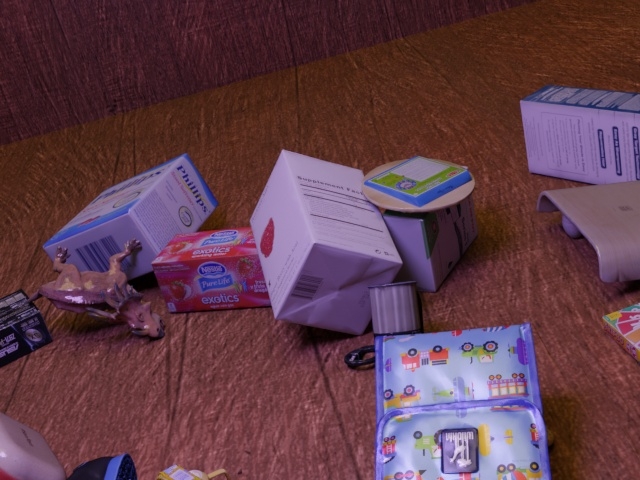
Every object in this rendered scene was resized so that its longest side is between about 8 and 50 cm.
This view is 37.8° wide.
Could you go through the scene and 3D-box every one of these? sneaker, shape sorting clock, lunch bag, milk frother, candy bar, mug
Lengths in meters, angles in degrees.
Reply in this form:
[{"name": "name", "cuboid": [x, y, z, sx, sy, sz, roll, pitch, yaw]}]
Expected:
[{"name": "sneaker", "cuboid": [-0.311, 0.365, 1.220, 0.091, 0.081, 0.232, -14, 17, 10]}, {"name": "shape sorting clock", "cuboid": [0.178, -0.101, 1.707, 0.206, 0.040, 0.206, -6, 27, 3]}, {"name": "lunch bag", "cuboid": [0.186, 0.264, 1.241, 0.221, 0.138, 0.293, -7, 38, 11]}, {"name": "milk frother", "cuboid": [0.098, 0.139, 1.539, 0.143, 0.134, 0.129, -6, -3, 12]}, {"name": "candy bar", "cuboid": [-0.165, 0.337, 1.259, 0.040, 0.018, 0.161, -29, 28, -36]}, {"name": "mug", "cuboid": [-0.173, 0.359, 1.339, 0.062, 0.064, 0.078, 1, 30, 31]}]

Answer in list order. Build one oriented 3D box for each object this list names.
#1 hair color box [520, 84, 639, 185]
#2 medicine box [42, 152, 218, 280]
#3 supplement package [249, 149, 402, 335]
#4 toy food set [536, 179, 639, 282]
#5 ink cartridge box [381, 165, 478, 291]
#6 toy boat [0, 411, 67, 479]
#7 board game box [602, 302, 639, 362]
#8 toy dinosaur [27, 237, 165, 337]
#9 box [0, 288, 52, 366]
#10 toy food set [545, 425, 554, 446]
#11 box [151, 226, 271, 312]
[{"name": "hair color box", "cuboid": [0.585, -0.209, 1.911, 0.105, 0.173, 0.347, -31, 31, -31]}, {"name": "medicine box", "cuboid": [-0.413, -0.034, 2.066, 0.264, 0.149, 0.289, -20, 21, 28]}, {"name": "supplement package", "cuboid": [0.000, 0.000, 1.686, 0.175, 0.177, 0.293, 13, 32, -23]}, {"name": "toy food set", "cuboid": [0.545, -0.017, 1.678, 0.220, 0.092, 0.306, -6, 27, -7]}, {"name": "ink cartridge box", "cuboid": [0.212, -0.029, 1.776, 0.093, 0.160, 0.219, 6, 34, 32]}, {"name": "toy boat", "cuboid": [-0.508, 0.365, 1.461, 0.151, 0.151, 0.231, -53, 35, -7]}, {"name": "board game box", "cuboid": [0.584, 0.114, 1.443, 0.260, 0.039, 0.124, -17, 27, -9]}, {"name": "toy dinosaur", "cuboid": [-0.454, 0.106, 1.841, 0.296, 0.127, 0.200, -3, 33, 2]}, {"name": "box", "cuboid": [-0.664, 0.191, 1.917, 0.180, 0.077, 0.147, -28, 29, -23]}, {"name": "toy food set", "cuboid": [0.280, 0.274, 1.307, 0.083, 0.020, 0.083, -18, 27, -5]}, {"name": "box", "cuboid": [-0.188, 0.055, 1.871, 0.257, 0.122, 0.128, -5, 27, 20]}]
